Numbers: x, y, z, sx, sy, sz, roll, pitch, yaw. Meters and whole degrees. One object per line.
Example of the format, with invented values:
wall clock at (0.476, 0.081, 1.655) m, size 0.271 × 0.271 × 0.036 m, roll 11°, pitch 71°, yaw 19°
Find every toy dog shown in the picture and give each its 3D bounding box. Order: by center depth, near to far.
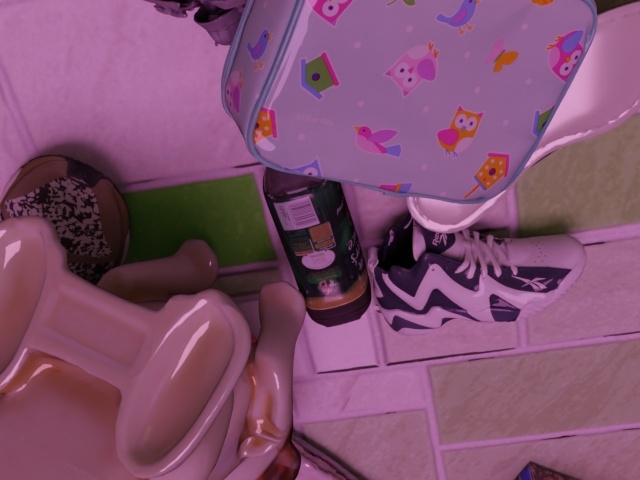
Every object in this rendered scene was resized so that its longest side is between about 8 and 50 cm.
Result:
toy dog at (-0.152, 0.192, 0.954) m, size 0.284 × 0.408 × 0.395 m, roll 11°, pitch 84°, yaw 20°

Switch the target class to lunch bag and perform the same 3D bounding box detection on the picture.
lunch bag at (0.075, -0.153, 0.732) m, size 0.279 × 0.108 × 0.224 m, roll 7°, pitch 118°, yaw -30°

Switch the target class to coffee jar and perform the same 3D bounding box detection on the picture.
coffee jar at (0.000, 0.000, 0.977) m, size 0.079 × 0.096 × 0.184 m, roll -14°, pitch 123°, yaw 6°

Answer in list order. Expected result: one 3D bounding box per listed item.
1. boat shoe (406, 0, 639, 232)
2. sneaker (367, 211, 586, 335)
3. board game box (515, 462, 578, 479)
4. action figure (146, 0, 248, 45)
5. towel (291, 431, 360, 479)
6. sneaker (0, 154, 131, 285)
boat shoe at (0.207, -0.129, 0.888) m, size 0.305 × 0.091 × 0.109 m, roll -38°, pitch 107°, yaw 17°
sneaker at (0.158, 0.014, 0.975) m, size 0.235 × 0.094 × 0.153 m, roll -11°, pitch 139°, yaw 20°
board game box at (0.327, 0.486, 1.271) m, size 0.232 × 0.141 × 0.291 m, roll 20°, pitch 122°, yaw -12°
action figure at (-0.094, -0.293, 0.754) m, size 0.185 × 0.099 × 0.285 m, roll 4°, pitch 117°, yaw 31°
towel at (-0.079, 0.402, 1.278) m, size 0.317 × 0.053 × 0.332 m, roll -39°, pitch 116°, yaw 23°
sneaker at (-0.335, 0.092, 0.995) m, size 0.158 × 0.182 × 0.410 m, roll 26°, pitch 120°, yaw -15°
